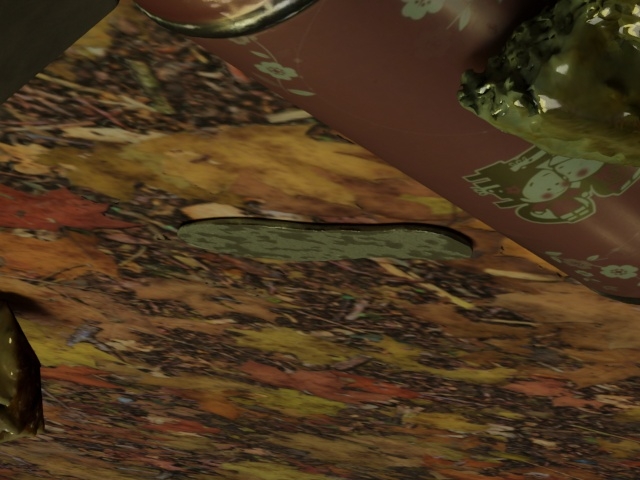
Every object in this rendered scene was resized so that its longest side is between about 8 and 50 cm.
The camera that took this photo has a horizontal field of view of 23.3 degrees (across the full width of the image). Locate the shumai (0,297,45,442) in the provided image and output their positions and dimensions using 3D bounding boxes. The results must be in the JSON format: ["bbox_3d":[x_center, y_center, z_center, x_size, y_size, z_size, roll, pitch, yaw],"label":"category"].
[{"bbox_3d":[-0.291,0.092,1.221,0.120,0.201,0.201,-31,164,-7],"label":"shumai"}]

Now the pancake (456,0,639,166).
[{"bbox_3d":[0.132,-0.092,0.343,0.254,0.037,0.253,-3,147,-2],"label":"pancake"}]

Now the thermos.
[{"bbox_3d":[0.038,-0.082,0.449,0.136,0.109,0.330,-4,158,41],"label":"thermos"}]

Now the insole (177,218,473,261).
[{"bbox_3d":[0.000,0.000,0.929,0.193,0.006,0.065,0,160,29],"label":"insole"}]

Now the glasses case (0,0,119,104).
[{"bbox_3d":[-0.108,-0.108,0.524,0.042,0.072,0.190,38,165,7],"label":"glasses case"}]
